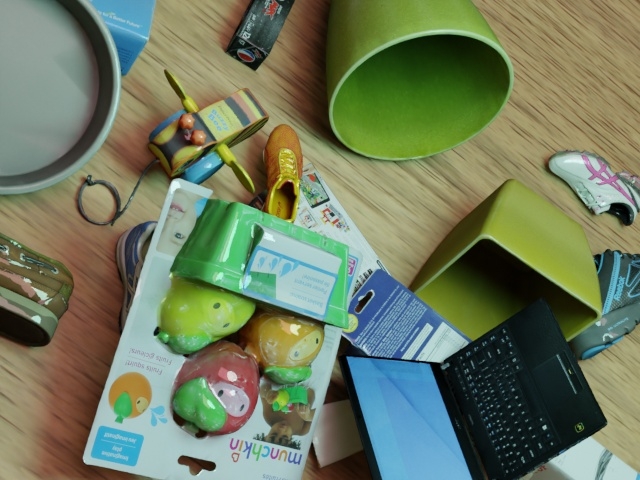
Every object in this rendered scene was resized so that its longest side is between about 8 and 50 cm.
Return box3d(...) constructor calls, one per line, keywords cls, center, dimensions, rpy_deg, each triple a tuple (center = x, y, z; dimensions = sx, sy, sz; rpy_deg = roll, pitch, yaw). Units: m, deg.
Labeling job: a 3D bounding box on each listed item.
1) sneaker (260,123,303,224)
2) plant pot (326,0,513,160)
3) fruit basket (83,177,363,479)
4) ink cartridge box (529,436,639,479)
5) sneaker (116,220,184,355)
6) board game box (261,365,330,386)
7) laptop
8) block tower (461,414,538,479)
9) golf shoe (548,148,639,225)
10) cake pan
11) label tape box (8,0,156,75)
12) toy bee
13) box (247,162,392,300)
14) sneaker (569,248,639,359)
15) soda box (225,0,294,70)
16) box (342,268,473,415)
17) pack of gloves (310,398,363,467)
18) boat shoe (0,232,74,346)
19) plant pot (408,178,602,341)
box3d(cls="sneaker", center=(-0.047, -0.088, 1.636), dimensions=(0.064, 0.067, 0.175), rpy_deg=(11, 63, -21))
box3d(cls="plant pot", center=(0.121, -0.321, 1.772), dimensions=(0.275, 0.275, 0.293), rpy_deg=(6, 52, -25))
box3d(cls="fruit basket", center=(-0.099, 0.137, 1.454), dimensions=(0.327, 0.165, 0.353), rpy_deg=(22, 76, -37))
box3d(cls="ink cartridge box", center=(0.358, 0.343, 1.661), dimensions=(0.191, 0.139, 0.082), rpy_deg=(39, 58, -8))
box3d(cls="sneaker", center=(-0.218, 0.073, 1.514), dimensions=(0.080, 0.081, 0.211), rpy_deg=(-7, 74, -31))
box3d(cls="board game box", center=(-0.040, 0.166, 1.603), dimensions=(0.090, 0.020, 0.090), rpy_deg=(-6, 72, -30))
box3d(cls="laptop", center=(0.186, 0.188, 1.488), dimensions=(0.136, 0.264, 0.234), rpy_deg=(43, 19, -37))
box3d(cls="block tower", center=(0.193, 0.318, 1.543), dimensions=(0.335, 0.097, 0.091), rpy_deg=(-46, 122, -18))
box3d(cls="golf shoe", center=(0.459, -0.090, 1.942), dimensions=(0.186, 0.067, 0.086), rpy_deg=(23, 62, -18))
box3d(cls="cake pan", center=(-0.404, -0.205, 1.489), dimensions=(0.293, 0.054, 0.293), rpy_deg=(-2, 96, -19))
box3d(cls="label tape box", center=(-0.348, -0.435, 1.648), dimensions=(0.249, 0.115, 0.347), rpy_deg=(16, 61, -20))
box3d(cls="toy bee", center=(-0.164, -0.128, 1.582), dimensions=(0.195, 0.162, 0.298), rpy_deg=(36, 57, -11))
box3d(cls="box", center=(0.000, 0.000, 1.685), dimensions=(0.114, 0.036, 0.207), rpy_deg=(-33, 86, -34))
box3d(cls="sneaker", center=(0.503, 0.061, 1.868), dimensions=(0.341, 0.125, 0.139), rpy_deg=(-24, 76, -35))
box3d(cls="soda box", center=(-0.083, -0.344, 1.779), dimensions=(0.060, 0.053, 0.169), rpy_deg=(31, 59, -14))
box3d(cls="box", center=(0.130, 0.152, 1.640), dimensions=(0.225, 0.036, 0.136), rpy_deg=(40, 54, 2))
box3d(cls="pack of gloves", center=(0.101, 0.304, 1.615), dimensions=(0.232, 0.046, 0.195), rpy_deg=(-11, 79, -23))
box3d(cls="boat shoe", center=(-0.446, 0.015, 1.415), dimensions=(0.307, 0.111, 0.104), rpy_deg=(34, 53, -22))
box3d(cls="plant pot", center=(0.279, 0.039, 1.722), dimensions=(0.212, 0.212, 0.187), rpy_deg=(33, 46, -11))
